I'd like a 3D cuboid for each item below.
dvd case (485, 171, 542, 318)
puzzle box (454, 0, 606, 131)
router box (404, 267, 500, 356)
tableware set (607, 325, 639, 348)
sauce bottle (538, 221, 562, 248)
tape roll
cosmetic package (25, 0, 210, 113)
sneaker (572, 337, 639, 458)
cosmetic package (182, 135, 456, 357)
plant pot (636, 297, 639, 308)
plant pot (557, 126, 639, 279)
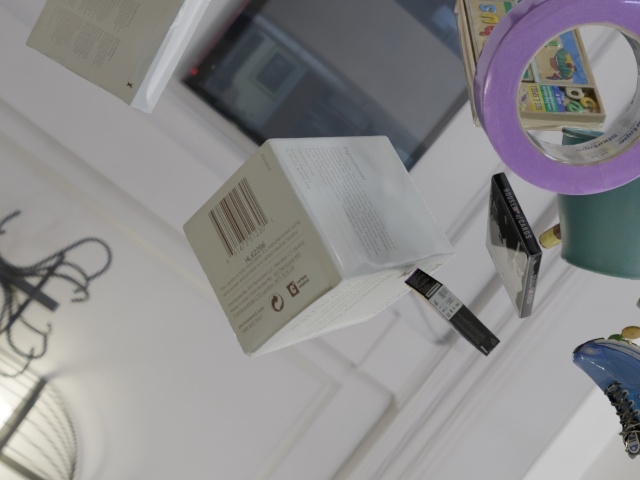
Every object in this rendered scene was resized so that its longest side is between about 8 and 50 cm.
[{"bbox_3d":[0.349,0.014,1.563,0.030,0.238,0.179,-17,-122,-2],"label":"dvd case"},{"bbox_3d":[0.450,-0.399,1.888,0.052,0.272,0.408,95,-5,-50],"label":"puzzle box"},{"bbox_3d":[0.258,0.139,1.681,0.046,0.179,0.133,-47,-161,-1],"label":"router box"},{"bbox_3d":[0.713,0.201,1.876,0.154,0.104,0.024,-47,-156,45],"label":"tableware set"},{"bbox_3d":[0.528,-0.017,1.885,0.042,0.042,0.128,-58,-177,-22],"label":"sauce bottle"},{"bbox_3d":[0.350,-0.204,1.154,0.275,0.275,0.090,-47,-166,18],"label":"tape roll"},{"bbox_3d":[-0.383,-0.489,1.725,0.377,0.285,0.097,-60,162,6],"label":"cosmetic package"},{"bbox_3d":[0.594,0.312,1.566,0.147,0.330,0.129,-41,162,-23],"label":"sneaker"},{"bbox_3d":[0.000,0.000,1.811,0.394,0.327,0.329,-10,156,-49],"label":"cosmetic package"},{"bbox_3d":[0.769,0.140,1.634,0.215,0.230,0.215,-30,153,-17],"label":"plant pot"},{"bbox_3d":[0.574,-0.068,1.633,0.271,0.272,0.255,-118,-144,-74],"label":"plant pot"}]
